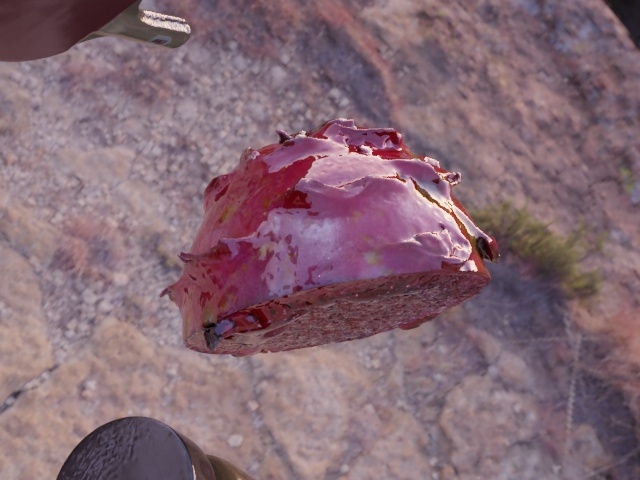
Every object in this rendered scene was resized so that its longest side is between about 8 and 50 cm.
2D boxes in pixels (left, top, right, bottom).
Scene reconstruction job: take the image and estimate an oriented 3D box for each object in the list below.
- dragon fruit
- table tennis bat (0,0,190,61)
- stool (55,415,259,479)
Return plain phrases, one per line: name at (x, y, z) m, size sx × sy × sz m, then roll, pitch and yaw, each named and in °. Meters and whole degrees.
dragon fruit at (0.000, 0.000, 1.276) m, size 0.371 × 0.386 × 0.248 m, roll 2°, pitch 70°, yaw -41°
table tennis bat at (-0.170, -0.163, 0.782) m, size 0.246 × 0.138 × 0.022 m, roll -5°, pitch 70°, yaw -65°
stool at (-0.158, 0.324, 1.244) m, size 0.264 × 0.179 × 0.179 m, roll 47°, pitch 33°, yaw -54°
